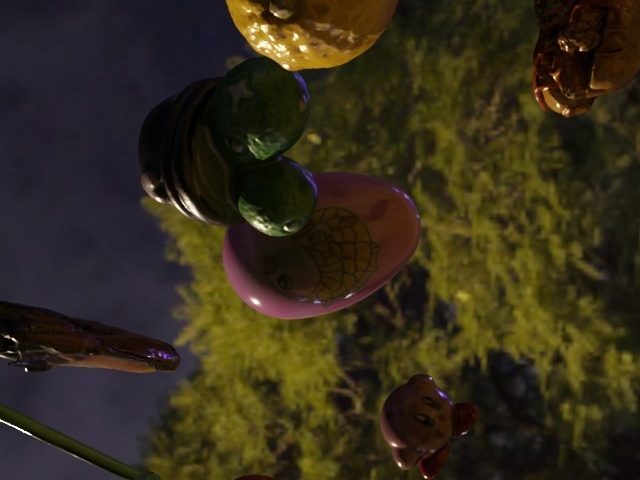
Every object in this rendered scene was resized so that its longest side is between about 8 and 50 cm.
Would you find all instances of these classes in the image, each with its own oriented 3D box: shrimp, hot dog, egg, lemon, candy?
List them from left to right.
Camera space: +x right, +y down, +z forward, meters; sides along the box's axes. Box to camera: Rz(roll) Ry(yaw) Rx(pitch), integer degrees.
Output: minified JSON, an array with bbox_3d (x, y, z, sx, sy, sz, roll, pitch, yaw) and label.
[{"bbox_3d":[-0.268,0.082,1.128,0.222,0.290,0.054,81,-161,-86],"label":"shrimp"},{"bbox_3d":[-0.094,0.128,0.698,0.201,0.060,0.060,25,-114,-7],"label":"candy"},{"bbox_3d":[-0.007,-0.167,0.842,0.155,0.114,0.114,-45,-53,-66],"label":"lemon"},{"bbox_3d":[0.000,0.000,1.758,0.271,0.196,0.196,-29,-59,-2],"label":"egg"},{"bbox_3d":[0.320,-0.309,1.503,0.117,0.158,0.348,27,-114,-18],"label":"hot dog"}]

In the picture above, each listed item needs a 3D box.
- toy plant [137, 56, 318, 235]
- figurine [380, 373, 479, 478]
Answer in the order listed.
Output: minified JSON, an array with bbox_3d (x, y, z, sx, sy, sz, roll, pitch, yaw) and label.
[{"bbox_3d":[-0.099,-0.110,1.519,0.175,0.235,0.218,-42,-54,-42],"label":"toy plant"},{"bbox_3d":[0.087,0.162,1.144,0.071,0.067,0.083,32,-101,-21],"label":"figurine"}]
